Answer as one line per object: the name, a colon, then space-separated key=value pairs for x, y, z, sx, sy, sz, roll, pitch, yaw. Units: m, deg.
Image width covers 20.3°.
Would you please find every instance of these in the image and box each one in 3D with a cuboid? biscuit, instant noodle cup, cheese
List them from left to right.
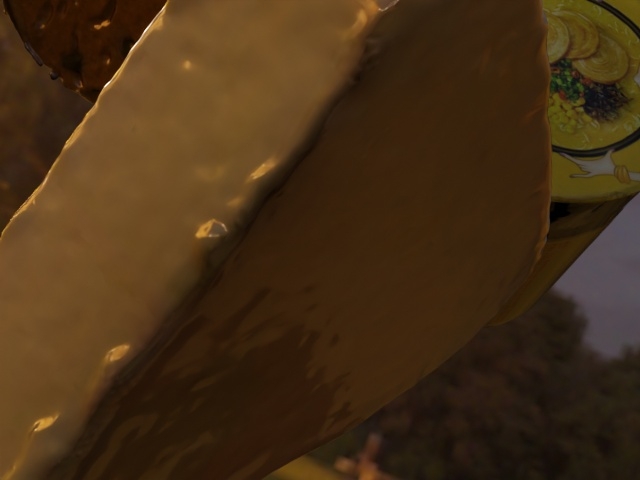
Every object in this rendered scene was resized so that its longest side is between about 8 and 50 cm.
biscuit: x=-0.135 y=-0.226 z=1.369 sx=0.296 sy=0.296 sz=0.075 roll=18 pitch=27 yaw=29
cheese: x=-0.001 y=0.001 z=0.891 sx=0.104 sy=0.384 sz=0.384 roll=45 pitch=5 yaw=23
instant noodle cup: x=0.130 y=-0.058 z=1.261 sx=0.215 sy=0.216 sz=0.236 roll=21 pitch=-33 yaw=0
